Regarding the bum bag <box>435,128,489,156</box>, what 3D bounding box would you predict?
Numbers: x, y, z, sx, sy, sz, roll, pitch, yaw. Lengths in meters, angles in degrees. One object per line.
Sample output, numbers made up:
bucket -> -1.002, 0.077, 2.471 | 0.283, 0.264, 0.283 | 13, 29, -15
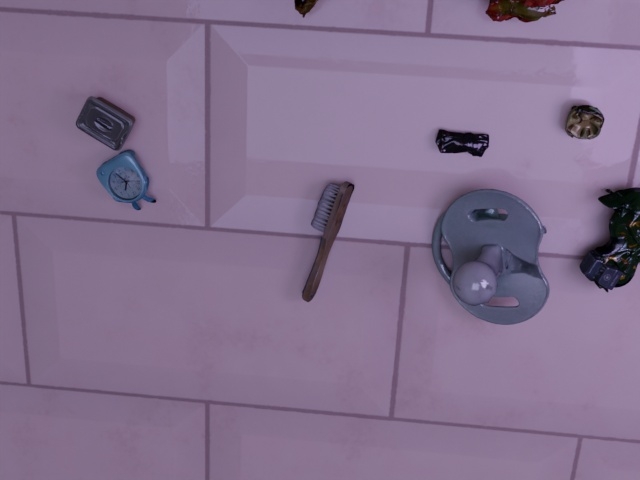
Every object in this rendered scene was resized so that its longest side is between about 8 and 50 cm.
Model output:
bum bag -> 0.327, -0.225, 1.822 | 0.124, 0.034, 0.058 | 4, 97, 3

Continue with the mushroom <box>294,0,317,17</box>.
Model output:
mushroom -> -0.101, -0.703, 1.608 | 0.331, 0.356, 0.334 | -52, 57, 27

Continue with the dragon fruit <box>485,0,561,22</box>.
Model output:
dragon fruit -> 0.439, -0.572, 1.579 | 0.231, 0.237, 0.302 | 42, 129, -12

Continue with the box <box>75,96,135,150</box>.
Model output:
box -> -0.504, -0.281, 1.865 | 0.122, 0.062, 0.089 | 31, 110, -7

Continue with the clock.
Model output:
clock -> -0.467, -0.139, 1.923 | 0.108, 0.045, 0.147 | -27, 106, 15

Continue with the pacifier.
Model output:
pacifier -> 0.369, 0.060, 1.809 | 0.288, 0.269, 0.344 | -2, 108, 33

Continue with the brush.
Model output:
brush -> 0.000, 0.000, 1.925 | 0.065, 0.070, 0.328 | 24, 113, 16

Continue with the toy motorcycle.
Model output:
toy motorcycle -> 0.696, -0.011, 1.823 | 0.187, 0.125, 0.275 | 21, 111, -12

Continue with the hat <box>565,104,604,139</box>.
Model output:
hat -> 0.592, -0.270, 1.770 | 0.077, 0.059, 0.076 | 12, 127, 6
